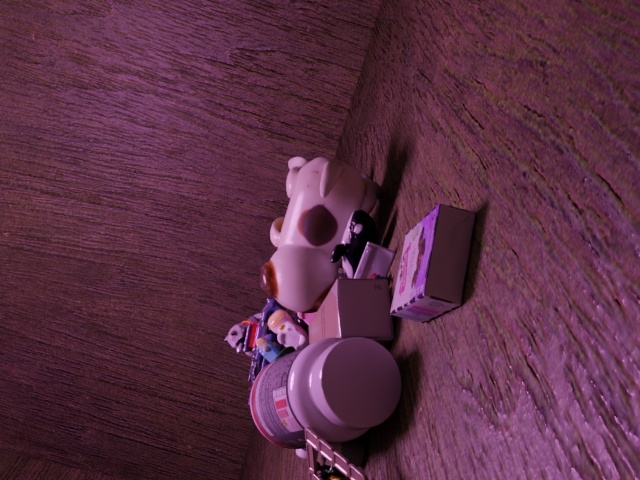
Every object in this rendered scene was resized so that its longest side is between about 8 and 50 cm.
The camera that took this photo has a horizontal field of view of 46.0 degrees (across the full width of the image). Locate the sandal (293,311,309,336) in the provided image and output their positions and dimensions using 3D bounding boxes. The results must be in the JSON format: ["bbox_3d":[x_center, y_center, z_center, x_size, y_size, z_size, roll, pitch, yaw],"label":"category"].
[{"bbox_3d":[-0.033,0.364,2.343,0.107,0.167,0.446,49,-126,-60],"label":"sandal"}]

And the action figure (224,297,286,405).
[{"bbox_3d":[-0.161,0.369,2.438,0.178,0.330,0.341,-6,63,63],"label":"action figure"}]

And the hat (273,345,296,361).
[{"bbox_3d":[-0.024,0.367,1.797,0.173,0.183,0.208,-67,-18,-5],"label":"hat"}]

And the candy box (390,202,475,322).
[{"bbox_3d":[0.195,0.046,1.328,0.196,0.070,0.165,126,158,-71],"label":"candy box"}]

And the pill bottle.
[{"bbox_3d":[0.005,0.318,1.568,0.363,0.210,0.210,-37,37,60],"label":"pill bottle"}]

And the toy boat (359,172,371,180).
[{"bbox_3d":[0.072,-0.065,2.415,0.267,0.148,0.318,-100,17,-86],"label":"toy boat"}]

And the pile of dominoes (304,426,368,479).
[{"bbox_3d":[0.048,0.467,1.361,0.251,0.040,0.196,18,115,62],"label":"pile of dominoes"}]

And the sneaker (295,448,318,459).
[{"bbox_3d":[-0.019,0.485,2.081,0.226,0.086,0.163,-122,45,-80],"label":"sneaker"}]

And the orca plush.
[{"bbox_3d":[0.105,0.073,1.920,0.102,0.151,0.287,27,102,51],"label":"orca plush"}]

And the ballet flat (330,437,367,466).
[{"bbox_3d":[0.050,0.451,1.664,0.213,0.068,0.072,140,141,-79],"label":"ballet flat"}]

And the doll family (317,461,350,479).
[{"bbox_3d":[0.034,0.490,1.525,0.193,0.111,0.076,125,159,-72],"label":"doll family"}]

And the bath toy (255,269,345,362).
[{"bbox_3d":[-0.037,0.222,2.259,0.348,0.151,0.129,-45,-13,7],"label":"bath toy"}]

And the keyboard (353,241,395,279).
[{"bbox_3d":[0.112,0.117,1.866,0.014,0.072,0.256,-73,1,-57],"label":"keyboard"}]

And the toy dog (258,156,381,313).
[{"bbox_3d":[0.000,0.000,2.051,0.395,0.284,0.408,169,120,-79],"label":"toy dog"}]

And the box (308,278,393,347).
[{"bbox_3d":[0.064,0.210,1.749,0.311,0.121,0.148,115,155,-60],"label":"box"}]

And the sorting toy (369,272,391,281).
[{"bbox_3d":[0.146,0.111,1.776,0.102,0.042,0.061,-105,13,-54],"label":"sorting toy"}]
